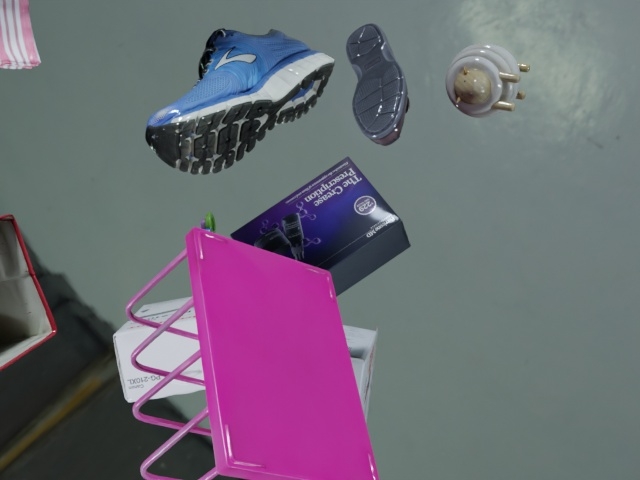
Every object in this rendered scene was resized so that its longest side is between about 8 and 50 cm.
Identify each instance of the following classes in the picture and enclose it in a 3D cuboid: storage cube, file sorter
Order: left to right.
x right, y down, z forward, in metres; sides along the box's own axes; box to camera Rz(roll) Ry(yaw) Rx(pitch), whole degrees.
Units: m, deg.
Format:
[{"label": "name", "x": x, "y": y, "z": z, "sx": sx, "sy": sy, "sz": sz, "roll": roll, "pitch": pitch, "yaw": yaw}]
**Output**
[{"label": "storage cube", "x": -0.508, "y": 0.090, "z": 1.363, "sx": 0.193, "sy": 0.215, "sz": 0.184, "roll": -12, "pitch": 103, "yaw": 27}, {"label": "file sorter", "x": -0.093, "y": 0.174, "z": 1.150, "sx": 0.202, "sy": 0.291, "sz": 0.182, "roll": 20, "pitch": 133, "yaw": -37}]

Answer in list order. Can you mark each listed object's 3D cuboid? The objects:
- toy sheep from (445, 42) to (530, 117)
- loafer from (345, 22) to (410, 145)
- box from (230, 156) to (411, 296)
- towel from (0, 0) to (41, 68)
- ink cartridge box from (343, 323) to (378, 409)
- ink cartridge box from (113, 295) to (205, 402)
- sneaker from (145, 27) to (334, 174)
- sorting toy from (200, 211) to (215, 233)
[{"label": "toy sheep", "x": 0.185, "y": -0.180, "z": 1.151, "sx": 0.091, "sy": 0.132, "sz": 0.091, "roll": 6, "pitch": 108, "yaw": 20}, {"label": "loafer", "x": 0.117, "y": -0.277, "z": 1.873, "sx": 0.109, "sy": 0.302, "sz": 0.095, "roll": -26, "pitch": 135, "yaw": 20}, {"label": "box", "x": 0.000, "y": 0.000, "z": 1.837, "sx": 0.184, "sy": 0.261, "sz": 0.103, "roll": 53, "pitch": 174, "yaw": 30}, {"label": "towel", "x": -0.562, "y": -0.357, "z": 1.685, "sx": 0.029, "sy": 0.197, "sz": 0.144, "roll": -21, "pitch": 79, "yaw": 45}, {"label": "ink cartridge box", "x": 0.036, "y": 0.350, "z": 2.224, "sx": 0.130, "sy": 0.272, "sz": 0.309, "roll": 9, "pitch": 103, "yaw": 9}, {"label": "ink cartridge box", "x": -0.185, "y": 0.144, "z": 1.477, "sx": 0.172, "sy": 0.237, "sz": 0.100, "roll": -10, "pitch": 96, "yaw": 1}, {"label": "sneaker", "x": -0.130, "y": -0.205, "z": 1.425, "sx": 0.147, "sy": 0.330, "sz": 0.130, "roll": 39, "pitch": 134, "yaw": 15}, {"label": "sorting toy", "x": -0.239, "y": -0.008, "z": 2.093, "sx": 0.042, "sy": 0.102, "sz": 0.061, "roll": -6, "pitch": 163, "yaw": 6}]
